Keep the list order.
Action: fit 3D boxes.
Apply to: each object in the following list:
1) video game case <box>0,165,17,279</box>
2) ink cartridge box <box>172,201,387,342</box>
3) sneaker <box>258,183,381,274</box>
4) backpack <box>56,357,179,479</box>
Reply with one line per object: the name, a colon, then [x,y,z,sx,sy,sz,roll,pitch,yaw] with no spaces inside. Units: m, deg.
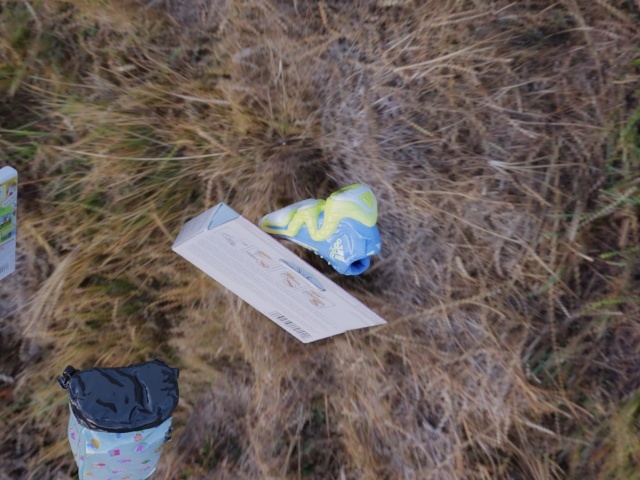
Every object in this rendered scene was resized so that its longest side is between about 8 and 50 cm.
video game case: [-0.546,0.017,1.469,0.026,0.227,0.206,31,131,18]
ink cartridge box: [-0.060,0.048,1.583,0.296,0.261,0.066,37,61,-20]
sneaker: [0.000,0.000,1.440,0.091,0.240,0.126,-23,95,-36]
backpack: [-0.261,0.237,1.253,0.152,0.182,0.115,2,51,-19]
